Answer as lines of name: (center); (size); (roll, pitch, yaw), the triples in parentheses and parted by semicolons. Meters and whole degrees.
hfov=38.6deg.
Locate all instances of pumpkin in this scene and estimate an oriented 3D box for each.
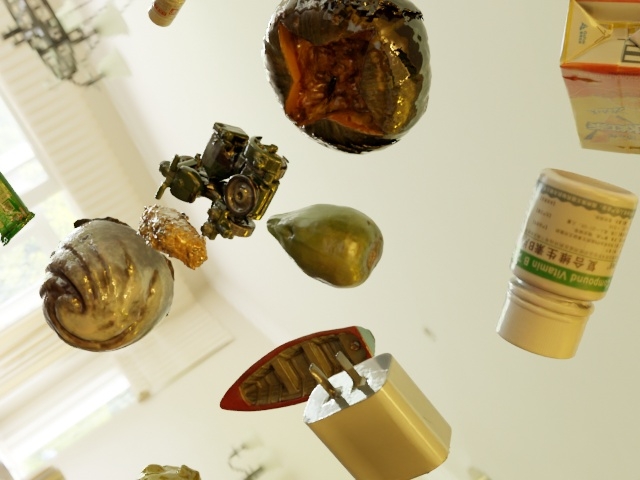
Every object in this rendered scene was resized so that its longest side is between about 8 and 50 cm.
pumpkin: (0.046, -0.304, 1.584); (0.321, 0.192, 0.320); (16, -53, 22)

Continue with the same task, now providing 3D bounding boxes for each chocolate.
chocolate: (-0.488, 0.122, 1.968); (0.303, 0.303, 0.213); (60, 21, -13)

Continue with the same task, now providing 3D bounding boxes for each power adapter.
power adapter: (0.082, 0.298, 1.586); (0.255, 0.187, 0.124); (51, 29, -18)

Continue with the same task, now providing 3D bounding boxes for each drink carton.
drink carton: (0.457, -0.236, 1.379); (0.155, 0.111, 0.351); (9, -10, 23)

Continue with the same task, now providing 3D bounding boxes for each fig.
fig: (0.013, -0.004, 1.805); (0.234, 0.167, 0.167); (31, -15, -8)

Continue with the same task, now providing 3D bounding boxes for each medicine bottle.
medicine bottle: (0.324, 0.030, 1.231); (0.139, 0.139, 0.236); (34, -68, 51)
medicine bottle: (-0.311, -0.483, 1.859); (0.057, 0.057, 0.089); (55, -41, 4)

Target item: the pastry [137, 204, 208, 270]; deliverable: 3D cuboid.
pastry: (-0.189, -0.006, 1.169); (0.080, 0.056, 0.140); (25, 8, -20)

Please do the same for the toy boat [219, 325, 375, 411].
toy boat: (-0.053, 0.277, 1.938); (0.392, 0.079, 0.136); (-27, -86, 29)

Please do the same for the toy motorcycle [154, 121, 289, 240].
toy motorcycle: (-0.174, -0.118, 1.610); (0.275, 0.127, 0.205); (47, -61, 36)

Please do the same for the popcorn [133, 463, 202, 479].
popcorn: (-0.229, 0.469, 1.418); (0.266, 0.192, 0.233); (23, 13, -48)

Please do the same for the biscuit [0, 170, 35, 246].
biscuit: (-0.317, -0.042, 0.890); (0.089, 0.046, 0.016); (53, -3, 3)
